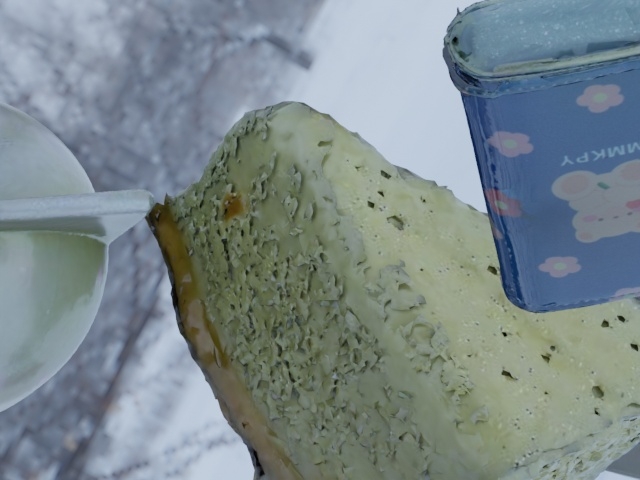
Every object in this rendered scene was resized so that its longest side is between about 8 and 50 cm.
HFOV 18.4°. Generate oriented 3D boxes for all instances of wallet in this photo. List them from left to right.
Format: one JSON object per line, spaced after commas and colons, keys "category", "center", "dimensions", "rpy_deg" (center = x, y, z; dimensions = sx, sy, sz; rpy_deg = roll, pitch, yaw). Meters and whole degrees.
{"category": "wallet", "center": [0.140, -0.043, 0.922], "dimensions": [0.202, 0.141, 0.059], "rpy_deg": [69, -170, -55]}

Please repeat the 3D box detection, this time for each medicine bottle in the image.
{"category": "medicine bottle", "center": [-0.283, 0.019, 1.438], "dimensions": [0.236, 0.236, 0.406], "rpy_deg": [-64, 14, -21]}

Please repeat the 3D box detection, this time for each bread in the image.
{"category": "bread", "center": [0.079, 0.056, 1.368], "dimensions": [0.248, 0.279, 0.315], "rpy_deg": [-48, 58, 52]}

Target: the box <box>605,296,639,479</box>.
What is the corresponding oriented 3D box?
{"category": "box", "center": [0.302, 0.038, 1.859], "dimensions": [0.204, 0.051, 0.365], "rpy_deg": [5, 84, 62]}
